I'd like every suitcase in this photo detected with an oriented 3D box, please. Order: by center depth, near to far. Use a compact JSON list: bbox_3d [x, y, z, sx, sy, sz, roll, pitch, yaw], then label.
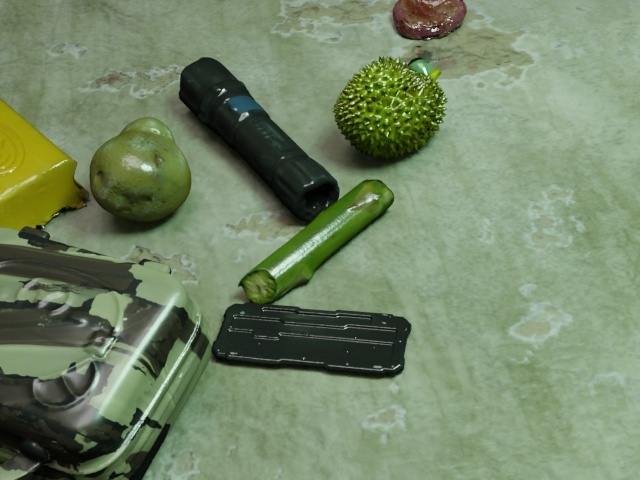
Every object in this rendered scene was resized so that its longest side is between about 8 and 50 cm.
[{"bbox_3d":[-0.343,0.172,1.164,0.351,0.194,0.339,13,54,21],"label":"suitcase"}]

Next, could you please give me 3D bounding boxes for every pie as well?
[{"bbox_3d":[0.209,-0.440,1.818,0.153,0.038,0.153,-5,46,5],"label":"pie"}]

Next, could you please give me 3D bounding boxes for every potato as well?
[{"bbox_3d":[-0.281,-0.117,1.485,0.157,0.157,0.194,-6,44,4],"label":"potato"}]

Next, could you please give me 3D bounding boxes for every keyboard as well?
[{"bbox_3d":[-0.012,0.130,1.272,0.262,0.016,0.106,4,45,13],"label":"keyboard"}]

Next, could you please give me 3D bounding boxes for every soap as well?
[{"bbox_3d":[-0.554,-0.121,1.575,0.204,0.096,0.324,-35,49,-25],"label":"soap"}]

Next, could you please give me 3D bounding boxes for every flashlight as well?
[{"bbox_3d":[-0.105,-0.171,1.559,0.103,0.103,0.424,-28,48,-18],"label":"flashlight"}]

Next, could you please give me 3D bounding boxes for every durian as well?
[{"bbox_3d":[0.116,-0.203,1.507,0.198,0.159,0.146,-1,42,-43],"label":"durian"}]

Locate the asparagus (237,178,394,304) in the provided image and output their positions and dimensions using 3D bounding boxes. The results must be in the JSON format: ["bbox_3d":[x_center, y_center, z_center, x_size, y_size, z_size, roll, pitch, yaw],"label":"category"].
[{"bbox_3d":[-0.001,-0.002,1.378,0.067,0.060,0.277,35,59,25],"label":"asparagus"}]
